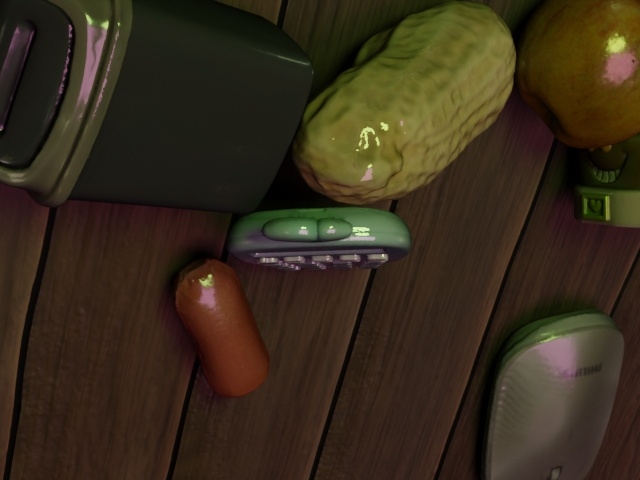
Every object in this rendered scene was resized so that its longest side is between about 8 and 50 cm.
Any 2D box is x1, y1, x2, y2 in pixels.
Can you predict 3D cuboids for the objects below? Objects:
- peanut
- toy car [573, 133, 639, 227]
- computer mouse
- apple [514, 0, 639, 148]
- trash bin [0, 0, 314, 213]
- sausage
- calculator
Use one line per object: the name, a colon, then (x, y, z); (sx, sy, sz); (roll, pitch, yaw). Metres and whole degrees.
peanut: (0.084, -0.135, 1.188); (0.313, 0.152, 0.152); (-46, 139, -40)
toy car: (0.418, -0.114, 1.415); (0.247, 0.204, 0.198); (-7, 99, -26)
computer mouse: (0.315, 0.236, 1.620); (0.197, 0.095, 0.331); (-9, 123, -18)
apple: (0.292, -0.185, 1.287); (0.155, 0.182, 0.182); (-39, 130, 9)
trash bin: (-0.170, -0.135, 1.069); (0.290, 0.182, 0.210); (8, 115, -37)
sausage: (-0.108, 0.098, 1.315); (0.077, 0.077, 0.194); (-27, 128, -11)
calculator: (0.000, 0.000, 1.210); (0.184, 0.295, 0.042); (-2, 83, 5)
